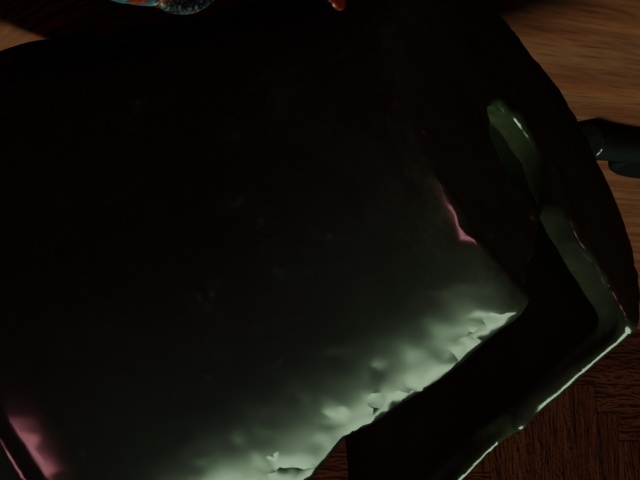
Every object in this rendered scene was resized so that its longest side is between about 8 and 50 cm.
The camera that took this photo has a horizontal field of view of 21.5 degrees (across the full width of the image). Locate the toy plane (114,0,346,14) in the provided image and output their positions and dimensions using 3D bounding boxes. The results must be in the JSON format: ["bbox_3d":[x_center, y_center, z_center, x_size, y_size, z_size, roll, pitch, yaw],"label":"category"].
[{"bbox_3d":[-0.030,-0.124,0.688,0.130,0.061,0.189,-7,-176,38],"label":"toy plane"}]

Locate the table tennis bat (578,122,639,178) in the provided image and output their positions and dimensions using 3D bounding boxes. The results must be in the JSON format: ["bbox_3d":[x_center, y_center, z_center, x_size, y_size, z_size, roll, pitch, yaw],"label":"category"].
[{"bbox_3d":[0.280,-0.068,1.323,0.236,0.027,0.150,4,170,-43],"label":"table tennis bat"}]

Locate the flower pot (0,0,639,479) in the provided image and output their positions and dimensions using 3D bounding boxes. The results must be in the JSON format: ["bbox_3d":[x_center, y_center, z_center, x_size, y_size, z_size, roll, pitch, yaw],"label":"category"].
[{"bbox_3d":[0.000,0.000,0.886,0.251,0.379,0.379,-31,158,28],"label":"flower pot"}]
